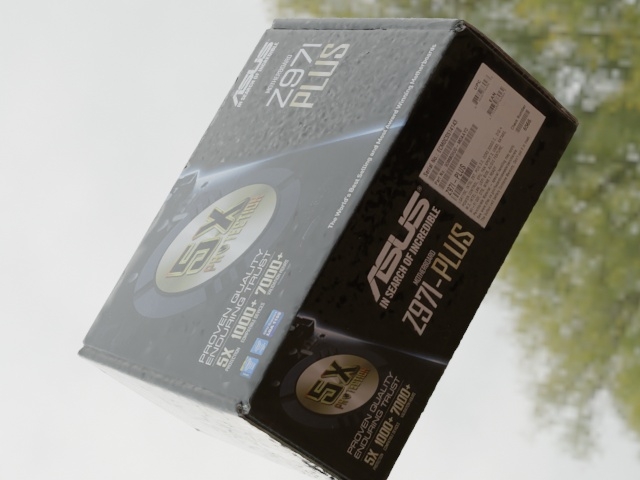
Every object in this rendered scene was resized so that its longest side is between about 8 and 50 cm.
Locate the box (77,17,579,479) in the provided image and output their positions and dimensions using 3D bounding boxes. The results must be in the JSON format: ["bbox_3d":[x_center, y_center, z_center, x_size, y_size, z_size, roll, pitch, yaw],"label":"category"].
[{"bbox_3d":[0.000,0.000,0.726,0.077,0.147,0.180,36,-103,-30],"label":"box"}]
